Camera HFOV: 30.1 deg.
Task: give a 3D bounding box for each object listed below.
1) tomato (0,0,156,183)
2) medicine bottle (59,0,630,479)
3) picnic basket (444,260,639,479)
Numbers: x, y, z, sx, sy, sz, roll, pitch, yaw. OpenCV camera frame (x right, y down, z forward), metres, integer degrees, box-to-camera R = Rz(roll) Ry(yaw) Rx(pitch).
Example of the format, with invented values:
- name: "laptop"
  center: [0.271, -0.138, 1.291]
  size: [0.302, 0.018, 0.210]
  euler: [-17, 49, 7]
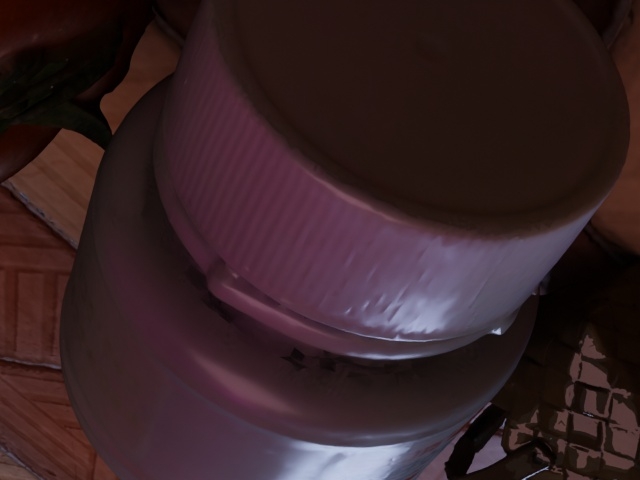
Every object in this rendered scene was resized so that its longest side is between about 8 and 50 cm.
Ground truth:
- name: "tomato"
  center: [-0.206, -0.132, 0.596]
  size: [0.224, 0.256, 0.256]
  euler: [53, 143, 14]
- name: "medicine bottle"
  center: [0.000, 0.000, 0.624]
  size: [0.241, 0.241, 0.302]
  euler: [29, 141, 0]
- name: "picnic basket"
  center: [0.147, 0.103, 0.739]
  size: [0.178, 0.128, 0.138]
  euler: [-32, 94, 46]
